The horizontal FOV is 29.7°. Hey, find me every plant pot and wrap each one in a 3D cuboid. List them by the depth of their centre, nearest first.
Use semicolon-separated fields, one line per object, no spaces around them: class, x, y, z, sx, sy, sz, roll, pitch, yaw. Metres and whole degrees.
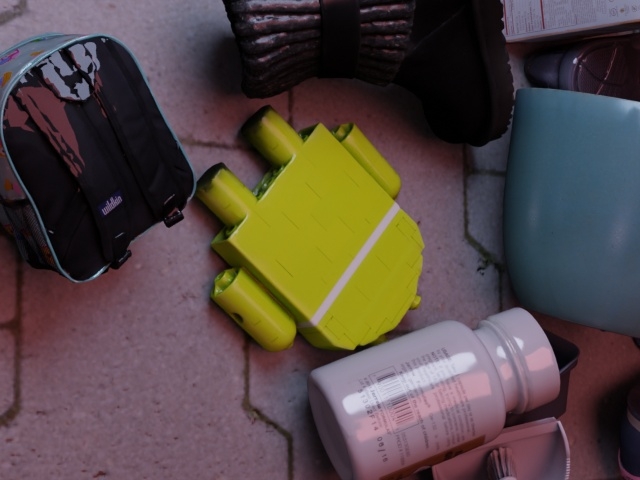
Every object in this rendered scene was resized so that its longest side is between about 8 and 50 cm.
plant pot;0.333;-0.020;1.320;0.293;0.293;0.235;10;94;-32

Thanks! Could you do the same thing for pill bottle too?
pill bottle;0.114;0.152;1.202;0.229;0.131;0.131;-20;97;-13

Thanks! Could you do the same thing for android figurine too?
android figurine;0.000;0.000;1.224;0.273;0.056;0.248;45;63;-21

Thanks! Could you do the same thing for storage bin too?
storage bin;0.214;0.170;1.338;0.135;0.098;0.091;-31;130;-32

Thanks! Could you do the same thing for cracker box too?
cracker box;0.327;-0.267;1.357;0.155;0.232;0.067;-10;98;-33

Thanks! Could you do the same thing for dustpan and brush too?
dustpan and brush;0.208;0.296;1.320;0.147;0.060;0.211;-14;131;1

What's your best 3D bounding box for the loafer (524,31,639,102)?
loafer;0.378;-0.211;1.475;0.302;0.095;0.109;-4;107;-37

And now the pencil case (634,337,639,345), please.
pencil case;0.451;0.105;1.454;0.064;0.151;0.070;7;81;-30

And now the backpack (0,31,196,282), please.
backpack;-0.216;-0.083;1.029;0.166;0.144;0.188;-39;130;-28

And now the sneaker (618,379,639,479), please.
sneaker;0.472;0.217;1.507;0.319;0.112;0.131;-14;122;-38

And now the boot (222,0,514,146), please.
boot;0.047;-0.183;1.215;0.260;0.348;0.131;-22;56;-2
